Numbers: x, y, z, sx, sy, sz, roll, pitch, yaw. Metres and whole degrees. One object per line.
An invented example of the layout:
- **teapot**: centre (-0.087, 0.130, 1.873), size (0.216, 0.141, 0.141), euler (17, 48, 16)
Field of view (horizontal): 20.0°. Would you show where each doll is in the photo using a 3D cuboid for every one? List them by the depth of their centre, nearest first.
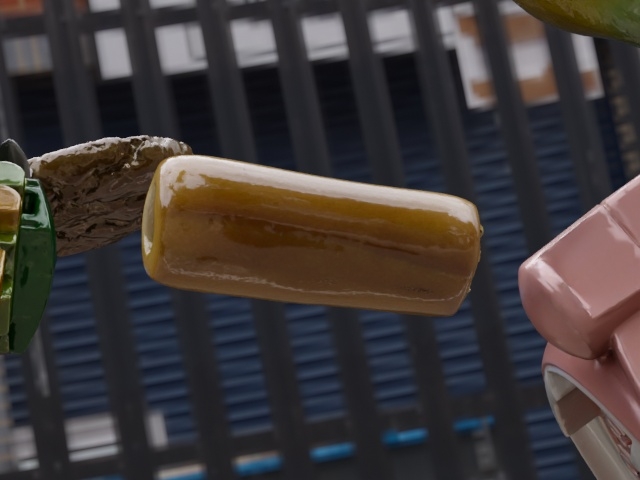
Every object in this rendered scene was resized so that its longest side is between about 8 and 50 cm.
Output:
- **doll**: centre (-0.167, 0.017, 0.761), size (0.106, 0.134, 0.186), euler (8, 4, -7)

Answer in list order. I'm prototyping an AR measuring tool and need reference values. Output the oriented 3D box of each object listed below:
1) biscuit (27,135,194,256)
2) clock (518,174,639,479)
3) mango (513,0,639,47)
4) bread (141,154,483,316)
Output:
- **biscuit**: centre (-0.195, -0.025, 1.397), size (0.226, 0.042, 0.226), euler (-17, -11, -3)
- **clock**: centre (0.198, 0.093, 0.731), size (0.142, 0.227, 0.241), euler (-35, -26, -7)
- **mango**: centre (0.168, -0.183, 1.104), size (0.092, 0.194, 0.130), euler (1, -50, -38)
- **bread**: centre (0.000, 0.000, 1.233), size (0.239, 0.092, 0.074), euler (7, 8, -13)
